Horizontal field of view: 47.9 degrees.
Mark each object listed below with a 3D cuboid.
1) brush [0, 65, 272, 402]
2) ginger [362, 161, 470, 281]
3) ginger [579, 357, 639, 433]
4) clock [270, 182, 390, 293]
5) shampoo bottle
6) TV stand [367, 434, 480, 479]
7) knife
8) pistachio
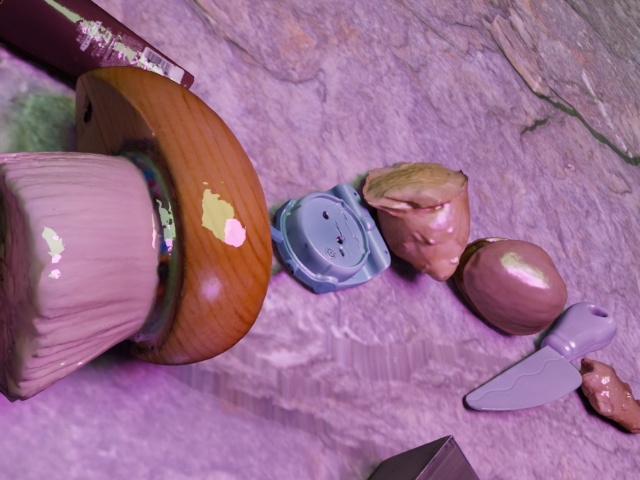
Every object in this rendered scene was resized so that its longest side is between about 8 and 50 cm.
[{"bbox_3d":[-0.159,-0.030,0.513,0.166,0.174,0.267,-2,51,-35],"label":"brush"},{"bbox_3d":[0.123,-0.032,0.847,0.193,0.115,0.123,-58,136,-64],"label":"ginger"},{"bbox_3d":[0.404,0.218,0.965,0.173,0.051,0.070,36,37,-29],"label":"ginger"},{"bbox_3d":[-0.001,0.000,0.727,0.147,0.045,0.108,-14,72,-48],"label":"clock"},{"bbox_3d":[-0.226,-0.183,0.625,0.236,0.067,0.068,33,34,-23],"label":"shampoo bottle"},{"bbox_3d":[0.032,0.259,0.540,0.269,0.088,0.083,-28,85,-50],"label":"TV stand"},{"bbox_3d":[0.286,0.151,0.886,0.080,0.044,0.331,33,34,28],"label":"knife"},{"bbox_3d":[0.230,0.052,0.877,0.149,0.113,0.113,24,46,-10],"label":"pistachio"}]
